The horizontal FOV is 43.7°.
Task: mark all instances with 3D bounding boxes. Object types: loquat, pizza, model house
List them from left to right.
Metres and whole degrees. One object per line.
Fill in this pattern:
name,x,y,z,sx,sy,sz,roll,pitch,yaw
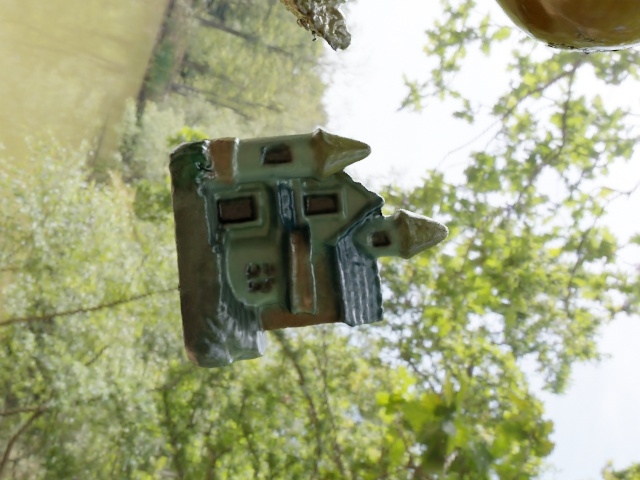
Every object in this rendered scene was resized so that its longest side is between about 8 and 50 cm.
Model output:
pizza,-0.041,-0.305,0.841,0.089,0.223,0.323,-47,-161,8
model house,0.000,0.000,0.960,0.194,0.325,0.267,118,-34,-87
loquat,0.255,-0.286,0.731,0.235,0.235,0.235,-163,-90,-77
